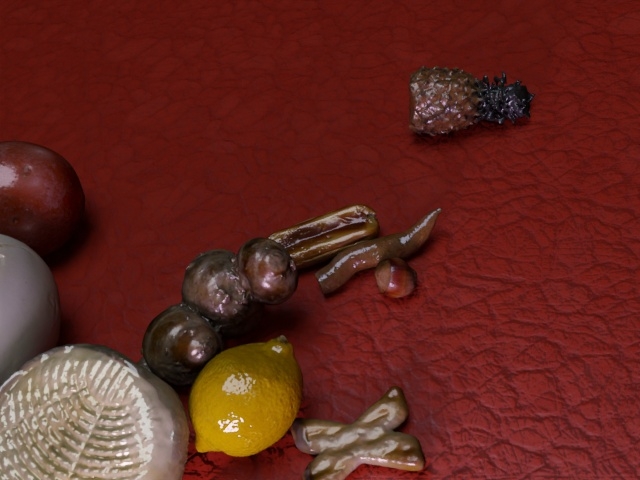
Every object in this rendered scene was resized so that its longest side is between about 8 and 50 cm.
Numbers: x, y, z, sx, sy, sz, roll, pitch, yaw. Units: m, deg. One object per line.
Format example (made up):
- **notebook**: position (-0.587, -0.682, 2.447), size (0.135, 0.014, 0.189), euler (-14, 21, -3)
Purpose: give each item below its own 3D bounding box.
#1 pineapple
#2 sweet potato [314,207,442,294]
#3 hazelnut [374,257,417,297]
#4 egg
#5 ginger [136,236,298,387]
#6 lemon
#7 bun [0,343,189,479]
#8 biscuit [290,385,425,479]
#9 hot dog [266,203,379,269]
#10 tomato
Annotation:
- **pineapple**: position (0.328, -0.297, 2.023), size (0.279, 0.157, 0.157), euler (4, 50, 4)
- **sweet potato**: position (0.120, 0.021, 1.840), size (0.281, 0.067, 0.059), euler (-24, 3, -6)
- **hazelnut**: position (0.145, 0.069, 1.785), size (0.086, 0.086, 0.086), euler (-8, 48, 9)
- **egg**: position (-0.645, 0.161, 1.800), size (0.283, 0.283, 0.344), euler (-13, 56, 5)
- **ginger**: position (-0.211, 0.145, 1.741), size (0.375, 0.176, 0.256), euler (-47, 22, -12)
- **lemon**: position (-0.127, 0.271, 1.608), size (0.244, 0.187, 0.187), euler (-49, 52, -7)
- **bun**: position (-0.393, 0.361, 1.595), size (0.365, 0.202, 0.364), euler (-5, 62, 9)
- **biscuit**: position (0.061, 0.344, 1.582), size (0.208, 0.047, 0.164), euler (-17, 48, 2)
- **hot dog**: position (0.000, 0.000, 1.892), size (0.250, 0.068, 0.100), euler (-18, 57, 3)
- **tomato**: position (-0.638, -0.085, 2.032), size (0.265, 0.264, 0.264), euler (-8, 48, 9)
